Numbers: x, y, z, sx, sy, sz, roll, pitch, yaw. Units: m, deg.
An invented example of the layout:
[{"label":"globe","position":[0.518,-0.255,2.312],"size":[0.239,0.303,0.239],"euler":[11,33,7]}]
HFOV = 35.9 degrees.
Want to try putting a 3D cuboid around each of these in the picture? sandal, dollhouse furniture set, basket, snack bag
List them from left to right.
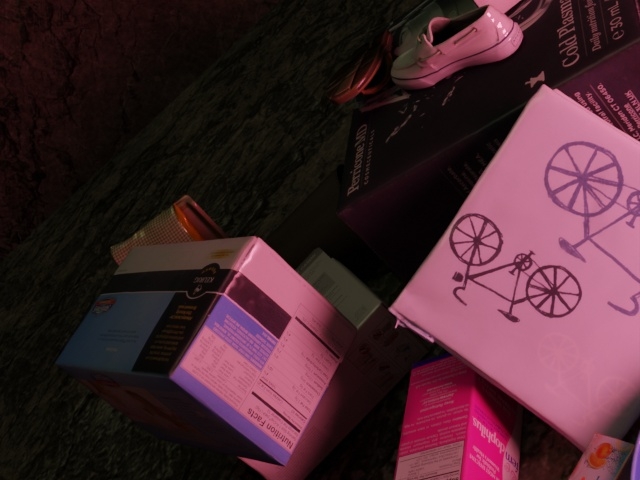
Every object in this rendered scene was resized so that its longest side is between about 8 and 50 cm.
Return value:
[{"label":"dollhouse furniture set","position":[-0.212,0.093,1.773],"size":[0.197,0.301,0.151],"euler":[-37,26,11]},{"label":"basket","position":[0.000,0.000,1.780],"size":[0.227,0.154,0.204],"euler":[-41,26,18]},{"label":"sandal","position":[0.073,-0.256,1.501],"size":[0.090,0.060,0.219],"euler":[-27,18,26]},{"label":"snack bag","position":[0.298,0.043,1.151],"size":[0.342,0.323,0.037],"euler":[-56,-13,8]}]

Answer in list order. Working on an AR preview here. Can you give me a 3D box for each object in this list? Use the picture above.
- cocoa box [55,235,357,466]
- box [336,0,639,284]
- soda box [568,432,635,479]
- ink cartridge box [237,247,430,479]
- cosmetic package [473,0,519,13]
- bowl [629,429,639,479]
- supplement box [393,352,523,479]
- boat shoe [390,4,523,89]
[{"label":"cocoa box","position":[-0.170,0.155,1.419],"size":[0.347,0.231,0.228],"euler":[-5,49,51]},{"label":"box","position":[0.311,-0.202,1.463],"size":[0.472,0.297,0.480],"euler":[-31,31,31]},{"label":"soda box","position":[0.286,0.301,1.054],"size":[0.183,0.063,0.058],"euler":[-55,29,-15]},{"label":"ink cartridge box","position":[-0.024,0.192,1.563],"size":[0.309,0.130,0.272],"euler":[-46,28,0]},{"label":"cosmetic package","position":[0.294,-0.414,1.343],"size":[0.239,0.099,0.060],"euler":[-37,29,13]},{"label":"bowl","position":[0.476,0.210,0.899],"size":[0.391,0.077,0.391],"euler":[-33,30,22]},{"label":"supplement box","position":[0.172,0.255,1.224],"size":[0.114,0.111,0.220],"euler":[-23,35,36]},{"label":"boat shoe","position":[0.170,-0.273,1.349],"size":[0.226,0.076,0.083],"euler":[-13,43,47]}]
